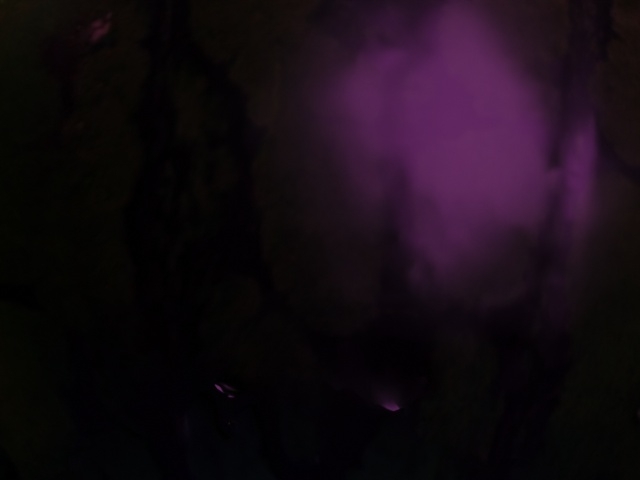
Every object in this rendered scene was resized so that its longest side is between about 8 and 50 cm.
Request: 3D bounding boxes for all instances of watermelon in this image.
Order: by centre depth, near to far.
[{"bbox_3d":[0.000,0.000,0.594,0.363,0.363,0.363,14,58,-24],"label":"watermelon"}]
